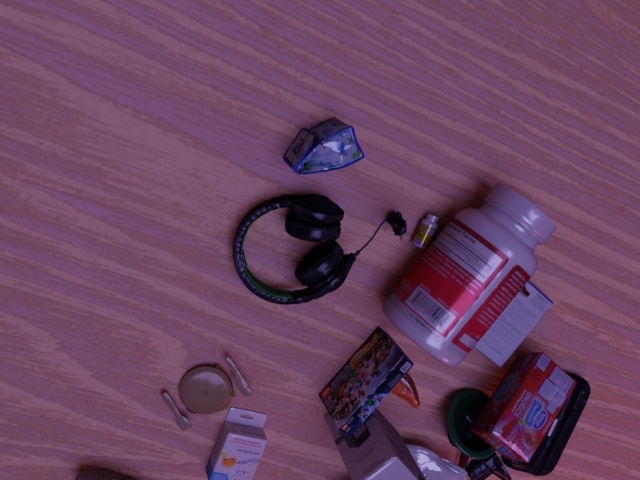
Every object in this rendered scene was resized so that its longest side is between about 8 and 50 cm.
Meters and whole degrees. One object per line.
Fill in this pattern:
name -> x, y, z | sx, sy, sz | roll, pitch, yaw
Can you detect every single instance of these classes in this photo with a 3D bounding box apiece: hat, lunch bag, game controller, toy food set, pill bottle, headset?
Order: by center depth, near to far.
lunch bag -> -0.002, -0.195, 1.537 | 0.151, 0.129, 0.096 | -28, 112, -4
headset -> 0.000, 0.000, 1.623 | 0.394, 0.185, 0.243 | -11, 107, 3
pill bottle -> 0.353, 0.076, 1.679 | 0.229, 0.229, 0.408 | 37, 94, -24
toy food set -> -0.270, 0.356, 1.694 | 0.192, 0.038, 0.132 | -28, 106, -1
pill bottle -> 0.254, -0.023, 1.717 | 0.043, 0.043, 0.083 | 19, 101, -21
hat -> 0.370, 0.523, 1.946 | 0.173, 0.183, 0.209 | 23, 61, -15
game controller -> 0.633, 0.514, 2.009 | 0.166, 0.067, 0.319 | 20, 101, -7

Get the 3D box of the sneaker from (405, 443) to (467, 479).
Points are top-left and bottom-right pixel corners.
sneaker -> 0.285, 0.611, 1.880 | 0.212, 0.094, 0.080 | 25, 144, -2

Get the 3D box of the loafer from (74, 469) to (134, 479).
loafer -> -0.444, 0.637, 1.690 | 0.319, 0.112, 0.111 | 33, 88, -24

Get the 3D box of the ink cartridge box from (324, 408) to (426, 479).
ink cartridge box -> 0.144, 0.531, 1.736 | 0.121, 0.289, 0.211 | -39, 114, 2

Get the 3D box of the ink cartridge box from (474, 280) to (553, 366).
ink cartridge box -> 0.458, 0.183, 1.846 | 0.223, 0.045, 0.224 | 39, 93, -24

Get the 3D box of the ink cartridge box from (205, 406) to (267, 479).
ink cartridge box -> -0.200, 0.509, 1.747 | 0.104, 0.061, 0.181 | 17, 102, -21

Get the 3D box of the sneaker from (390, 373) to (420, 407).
sneaker -> 0.196, 0.366, 1.829 | 0.067, 0.064, 0.175 | -33, 110, 17

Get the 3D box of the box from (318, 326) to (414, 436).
box -> 0.106, 0.337, 1.729 | 0.044, 0.159, 0.233 | 39, 93, -26

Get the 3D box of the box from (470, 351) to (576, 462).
box -> 0.523, 0.426, 1.847 | 0.128, 0.122, 0.257 | 40, 72, -5

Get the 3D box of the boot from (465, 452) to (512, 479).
boot -> 0.469, 0.654, 2.006 | 0.099, 0.045, 0.121 | -35, 107, -6
